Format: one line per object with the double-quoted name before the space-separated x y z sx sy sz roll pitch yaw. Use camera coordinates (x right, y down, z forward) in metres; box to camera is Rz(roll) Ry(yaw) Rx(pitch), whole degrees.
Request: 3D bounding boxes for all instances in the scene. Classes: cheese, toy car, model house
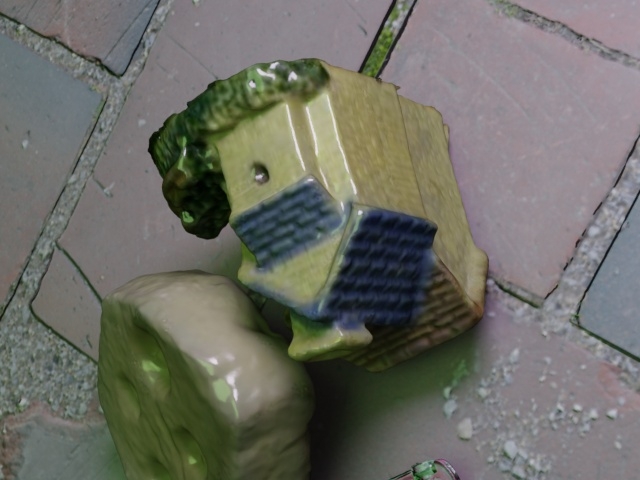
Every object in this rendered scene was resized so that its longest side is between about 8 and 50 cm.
"cheese" -0.123 0.182 1.172 0.326 0.115 0.318 -17 92 58
"toy car" 0.096 0.275 1.152 0.142 0.055 0.069 -34 65 35
"model house" 0.000 0.000 1.116 0.261 0.321 0.266 -28 70 29
